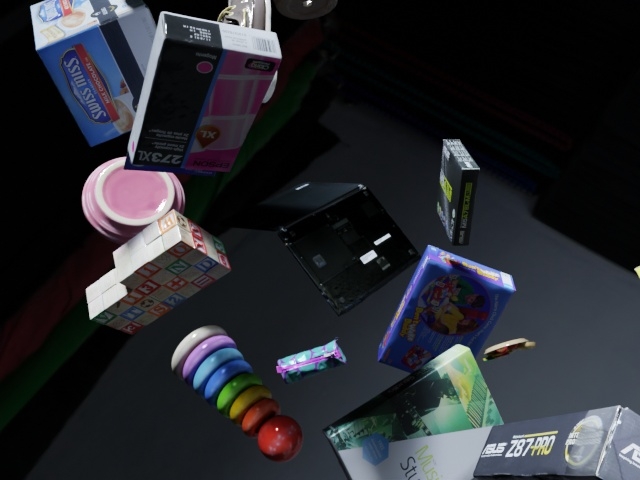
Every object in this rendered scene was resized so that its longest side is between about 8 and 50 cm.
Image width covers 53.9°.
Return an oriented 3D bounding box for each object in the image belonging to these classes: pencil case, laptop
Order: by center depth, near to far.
[{"bbox_3d":[0.000,0.000,1.112,0.234,0.264,0.136,-31,-10,-40],"label":"laptop"},{"bbox_3d":[-0.020,0.277,1.434,0.152,0.064,0.070,-21,-20,6],"label":"pencil case"}]

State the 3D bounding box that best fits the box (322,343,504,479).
[{"bbox_3d":[0.192,0.377,1.191,0.322,0.232,0.058,-29,9,-17],"label":"box"}]

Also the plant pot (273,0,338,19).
[{"bbox_3d":[-0.040,-0.668,1.503,0.263,0.263,0.229,30,-128,-77],"label":"plant pot"}]

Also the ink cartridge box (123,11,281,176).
[{"bbox_3d":[-0.209,-0.202,1.040,0.176,0.069,0.371,2,-30,-26],"label":"ink cartridge box"}]

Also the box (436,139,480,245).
[{"bbox_3d":[0.305,-0.111,1.417,0.190,0.045,0.184,-94,2,-61],"label":"box"}]

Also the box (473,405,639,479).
[{"bbox_3d":[0.431,0.359,0.783,0.097,0.395,0.318,-58,-3,-21],"label":"box"}]

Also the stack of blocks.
[{"bbox_3d":[-0.370,0.077,1.375,0.297,0.087,0.171,-33,-37,14],"label":"stack of blocks"}]

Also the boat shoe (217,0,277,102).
[{"bbox_3d":[-0.168,-0.447,1.354,0.097,0.324,0.116,5,-24,-31],"label":"boat shoe"}]

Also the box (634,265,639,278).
[{"bbox_3d":[0.430,0.125,0.700,0.058,0.087,0.232,-30,39,29],"label":"box"}]

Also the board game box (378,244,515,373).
[{"bbox_3d":[0.323,0.210,1.659,0.078,0.233,0.347,-73,4,-63],"label":"board game box"}]

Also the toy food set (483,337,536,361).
[{"bbox_3d":[0.324,0.190,1.092,0.083,0.020,0.082,-5,-22,-29],"label":"toy food set"}]

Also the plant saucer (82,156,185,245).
[{"bbox_3d":[-0.616,-0.145,2.088,0.332,0.332,0.084,-50,-2,-31],"label":"plant saucer"}]

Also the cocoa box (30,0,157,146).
[{"bbox_3d":[-0.467,-0.404,1.370,0.228,0.347,0.231,-25,-50,-9],"label":"cocoa box"}]

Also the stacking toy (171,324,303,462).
[{"bbox_3d":[-0.159,0.318,1.284,0.141,0.330,0.141,-32,-38,-30],"label":"stacking toy"}]
